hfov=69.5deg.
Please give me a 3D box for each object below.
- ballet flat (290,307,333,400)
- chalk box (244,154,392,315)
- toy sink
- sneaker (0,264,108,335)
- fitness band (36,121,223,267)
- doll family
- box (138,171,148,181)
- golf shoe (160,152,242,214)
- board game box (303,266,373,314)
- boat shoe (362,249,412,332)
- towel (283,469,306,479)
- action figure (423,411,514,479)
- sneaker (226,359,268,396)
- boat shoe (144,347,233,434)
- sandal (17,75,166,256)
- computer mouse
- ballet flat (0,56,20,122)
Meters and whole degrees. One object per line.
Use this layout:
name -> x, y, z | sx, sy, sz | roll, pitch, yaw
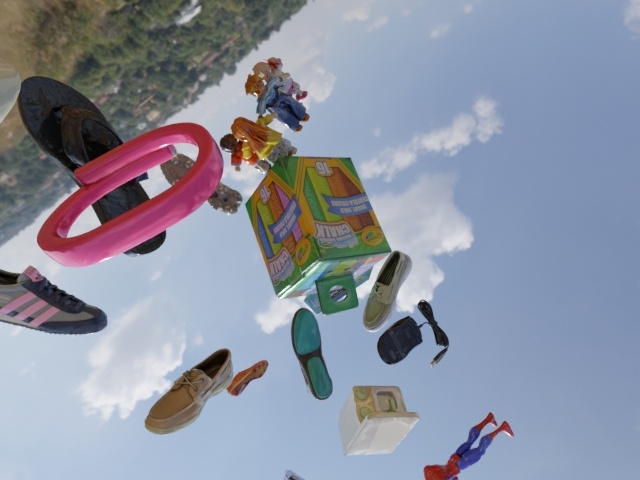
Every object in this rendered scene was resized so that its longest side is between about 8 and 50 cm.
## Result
ballet flat -> -0.029, 0.259, 1.052 | 0.072, 0.213, 0.068 | -14, 177, -25
chalk box -> 0.000, 0.000, 0.910 | 0.181, 0.288, 0.179 | -7, 155, -37
toy sink -> 0.158, 0.501, 1.323 | 0.131, 0.153, 0.234 | -102, -157, -45
sneaker -> -0.666, 0.134, 1.097 | 0.112, 0.319, 0.130 | -125, -126, -67
fitness band -> -0.280, -0.072, 0.684 | 0.291, 0.054, 0.209 | -30, -134, -2
doll family -> -0.105, -0.258, 0.954 | 0.119, 0.163, 0.262 | 20, -94, 45
box -> -0.579, -0.227, 1.451 | 0.018, 0.083, 0.067 | 2, -160, 24
golf shoe -> -0.242, -0.111, 0.927 | 0.069, 0.176, 0.086 | -54, -163, -2
board game box -> 0.094, 0.103, 1.723 | 0.254, 0.079, 0.336 | -38, -170, 28
boat shoe -> 0.217, 0.170, 1.602 | 0.109, 0.094, 0.302 | 18, -102, 43
towel -> -0.017, 0.863, 1.565 | 0.040, 0.243, 0.336 | -58, 173, -23
action figure -> 0.363, 0.571, 1.143 | 0.281, 0.138, 0.091 | -29, -168, -16
sneaker -> -0.263, 0.477, 1.642 | 0.175, 0.064, 0.067 | -32, -146, -26
boat shoe -> -0.368, 0.416, 1.315 | 0.122, 0.110, 0.341 | 13, -162, 18
sandal -> -0.479, -0.173, 1.029 | 0.107, 0.445, 0.167 | -19, -161, 38
computer mouse -> 0.272, 0.314, 1.380 | 0.262, 0.184, 0.060 | -32, -179, -35
ballet flat -> -0.416, -0.106, 0.451 | 0.248, 0.086, 0.086 | -42, -156, -8
